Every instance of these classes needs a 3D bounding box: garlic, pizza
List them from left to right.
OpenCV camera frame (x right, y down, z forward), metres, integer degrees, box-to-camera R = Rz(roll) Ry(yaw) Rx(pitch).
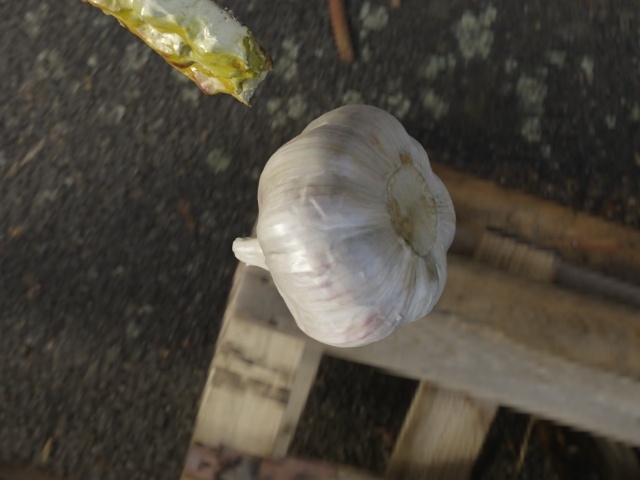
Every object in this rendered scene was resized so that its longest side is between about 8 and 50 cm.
[{"bbox_3d":[-0.084,-0.114,0.867,0.160,0.099,0.035,35,88,-22],"label":"pizza"},{"bbox_3d":[0.000,0.000,1.607,0.212,0.218,0.218,-15,112,36],"label":"garlic"}]
